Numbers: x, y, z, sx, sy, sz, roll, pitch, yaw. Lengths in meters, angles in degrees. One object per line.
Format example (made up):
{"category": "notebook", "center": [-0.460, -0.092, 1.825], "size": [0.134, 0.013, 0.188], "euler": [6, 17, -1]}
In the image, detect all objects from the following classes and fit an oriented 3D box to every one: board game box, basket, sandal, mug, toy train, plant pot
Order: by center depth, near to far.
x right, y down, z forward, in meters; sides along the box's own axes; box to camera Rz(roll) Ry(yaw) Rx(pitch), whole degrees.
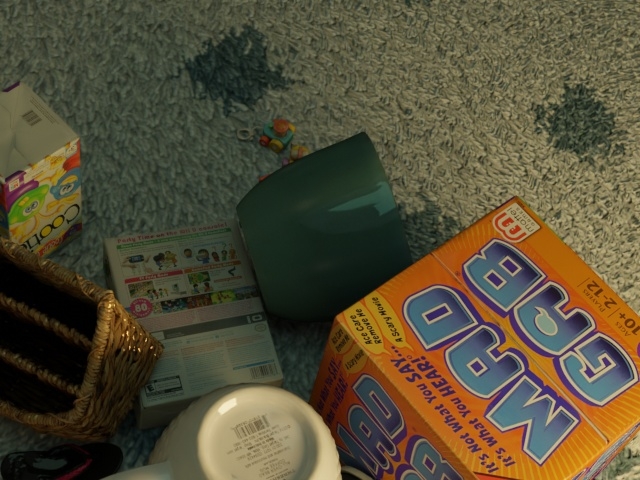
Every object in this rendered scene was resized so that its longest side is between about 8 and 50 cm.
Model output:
{"category": "mug", "center": [-0.152, 0.349, 1.628], "size": [0.374, 0.328, 0.276], "euler": [-7, 59, -18]}
{"category": "basket", "center": [-0.420, 0.147, 1.743], "size": [0.299, 0.223, 0.213], "euler": [24, 74, 23]}
{"category": "board game box", "center": [0.238, 0.231, 1.764], "size": [0.356, 0.356, 0.356], "euler": [-33, 68, -25]}
{"category": "sandal", "center": [-0.382, 0.331, 1.786], "size": [0.179, 0.040, 0.067], "euler": [-3, 58, -11]}
{"category": "board game box", "center": [-0.476, -0.090, 1.902], "size": [0.142, 0.275, 0.144], "euler": [-38, 70, -28]}
{"category": "board game box", "center": [-0.208, 0.127, 1.916], "size": [0.224, 0.097, 0.303], "euler": [-9, 61, -16]}
{"category": "plant pot", "center": [0.000, 0.000, 1.932], "size": [0.235, 0.293, 0.293], "euler": [-18, 61, -3]}
{"category": "toy train", "center": [-0.079, -0.155, 2.148], "size": [0.125, 0.046, 0.166], "euler": [-15, 62, -19]}

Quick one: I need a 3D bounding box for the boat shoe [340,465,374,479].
{"category": "boat shoe", "center": [0.100, 0.461, 1.740], "size": [0.091, 0.114, 0.302], "euler": [-31, 66, -32]}
